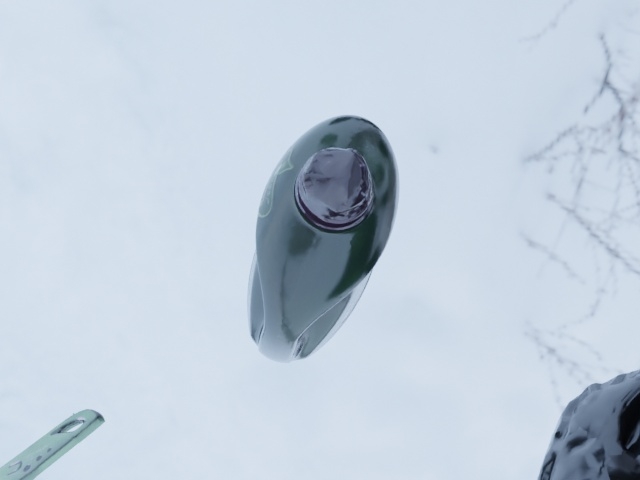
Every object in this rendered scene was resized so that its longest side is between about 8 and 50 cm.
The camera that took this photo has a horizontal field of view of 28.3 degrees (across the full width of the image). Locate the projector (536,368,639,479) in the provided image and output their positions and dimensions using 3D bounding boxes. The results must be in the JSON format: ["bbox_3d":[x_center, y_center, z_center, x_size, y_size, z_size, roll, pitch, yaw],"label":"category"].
[{"bbox_3d":[0.359,0.233,0.636,0.405,0.395,0.242,48,40,-17],"label":"projector"}]

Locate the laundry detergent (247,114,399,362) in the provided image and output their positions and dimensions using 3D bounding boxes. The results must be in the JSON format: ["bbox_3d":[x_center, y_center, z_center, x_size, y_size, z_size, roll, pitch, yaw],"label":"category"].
[{"bbox_3d":[0.000,0.000,0.724,0.221,0.078,0.144,114,-1,-83],"label":"laundry detergent"}]

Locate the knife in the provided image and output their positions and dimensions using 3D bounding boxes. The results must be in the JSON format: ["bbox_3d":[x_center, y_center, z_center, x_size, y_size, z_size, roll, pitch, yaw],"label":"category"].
[{"bbox_3d":[-0.295,0.226,1.036,0.293,0.043,0.020,-37,120,2],"label":"knife"}]
